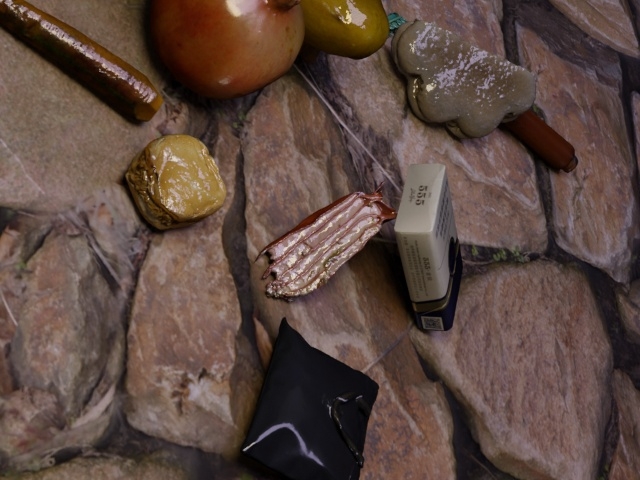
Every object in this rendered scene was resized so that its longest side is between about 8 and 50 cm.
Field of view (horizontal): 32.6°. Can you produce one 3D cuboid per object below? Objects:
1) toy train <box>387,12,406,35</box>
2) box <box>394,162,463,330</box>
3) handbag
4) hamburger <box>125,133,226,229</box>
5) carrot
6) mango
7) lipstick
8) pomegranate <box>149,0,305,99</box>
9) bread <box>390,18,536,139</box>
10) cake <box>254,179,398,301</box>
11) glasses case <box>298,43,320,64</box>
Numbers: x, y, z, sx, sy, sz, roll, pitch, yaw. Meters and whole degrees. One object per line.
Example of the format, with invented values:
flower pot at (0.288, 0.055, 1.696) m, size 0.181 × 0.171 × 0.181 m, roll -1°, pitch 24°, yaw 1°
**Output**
toy train at (0.144, -0.443, 2.235) m, size 0.045 × 0.029 × 0.092 m, roll 44°, pitch 37°, yaw 6°
box at (0.190, 0.015, 1.884) m, size 0.259 × 0.071 × 0.168 m, roll 71°, pitch 26°, yaw -44°
handbag at (-0.005, 0.263, 1.629) m, size 0.211 × 0.088 × 0.254 m, roll 38°, pitch 42°, yaw -20°
hamburger at (-0.215, -0.089, 1.630) m, size 0.147 × 0.083 × 0.138 m, roll -18°, pitch 85°, yaw -47°
carrot at (-0.369, -0.282, 1.610) m, size 0.314 × 0.066 × 0.066 m, roll 34°, pitch 47°, yaw -22°
mango at (-0.014, -0.444, 1.897) m, size 0.253 × 0.182 × 0.365 m, roll 8°, pitch 31°, yaw -52°
lipstick at (0.413, -0.276, 2.367) m, size 0.418 × 0.077 × 0.077 m, roll 36°, pitch 46°, yaw -27°
pomegranate at (-0.134, -0.353, 1.720) m, size 0.229 × 0.270 × 0.252 m, roll -9°, pitch 82°, yaw -42°
bread at (0.280, -0.308, 2.189) m, size 0.337 × 0.102 × 0.183 m, roll 20°, pitch 82°, yaw -27°
cake at (0.003, 0.006, 1.798) m, size 0.287 × 0.135 × 0.098 m, roll -35°, pitch 99°, yaw -29°
glasses case at (-0.009, -0.409, 2.052) m, size 0.064 × 0.041 × 0.170 m, roll 39°, pitch 46°, yaw -20°
